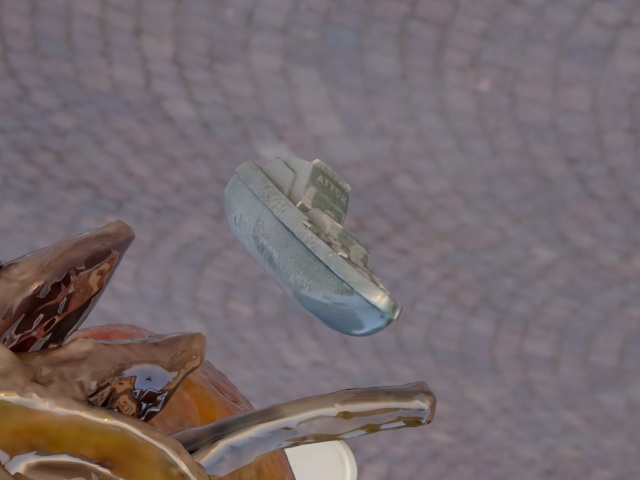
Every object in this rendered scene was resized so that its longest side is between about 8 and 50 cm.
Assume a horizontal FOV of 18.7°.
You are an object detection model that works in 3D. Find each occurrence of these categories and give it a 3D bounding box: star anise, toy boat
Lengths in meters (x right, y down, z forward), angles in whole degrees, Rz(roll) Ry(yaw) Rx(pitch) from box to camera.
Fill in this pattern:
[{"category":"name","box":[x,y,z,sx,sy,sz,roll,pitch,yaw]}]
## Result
[{"category":"star anise","box":[-0.143,0.071,0.682,0.292,0.349,0.109,48,142,11]},{"category":"toy boat","box":[0.000,0.000,1.361,0.078,0.085,0.260,40,-177,-27]}]

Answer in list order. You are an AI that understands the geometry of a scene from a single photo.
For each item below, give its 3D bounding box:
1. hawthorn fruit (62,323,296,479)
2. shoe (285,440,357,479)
[{"category":"hawthorn fruit","box":[-0.148,0.182,1.363,0.277,0.277,0.298,11,152,12]},{"category":"shoe","box":[-0.068,0.216,1.715,0.265,0.095,0.110,-14,167,28]}]
